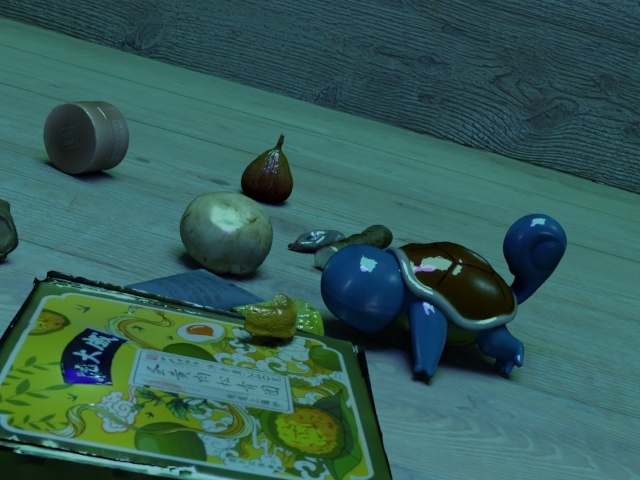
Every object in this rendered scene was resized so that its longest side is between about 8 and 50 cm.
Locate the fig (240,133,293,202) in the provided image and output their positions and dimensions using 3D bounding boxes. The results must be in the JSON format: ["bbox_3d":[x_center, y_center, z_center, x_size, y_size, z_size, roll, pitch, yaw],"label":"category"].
[{"bbox_3d":[-0.105,-0.149,2.053,0.119,0.153,0.119,27,37,-23],"label":"fig"}]

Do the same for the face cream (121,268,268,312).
[{"bbox_3d":[-0.216,0.094,1.320,0.135,0.086,0.385,25,15,19],"label":"face cream"}]

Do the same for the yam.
[{"bbox_3d":[0.071,0.013,1.822,0.061,0.061,0.253,23,20,23],"label":"yam"}]

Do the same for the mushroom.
[{"bbox_3d":[-0.166,-0.010,1.606,0.166,0.127,0.166,10,42,-9],"label":"mushroom"}]

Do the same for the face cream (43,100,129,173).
[{"bbox_3d":[-0.491,-0.218,1.909,0.149,0.149,0.104,23,19,23],"label":"face cream"}]

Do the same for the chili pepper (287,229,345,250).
[{"bbox_3d":[0.000,-0.001,1.837,0.153,0.041,0.050,-2,9,-42],"label":"chili pepper"}]

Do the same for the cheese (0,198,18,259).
[{"bbox_3d":[-0.571,-0.043,1.424,0.175,0.091,0.202,7,20,-28],"label":"cheese"}]

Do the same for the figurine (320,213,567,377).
[{"bbox_3d":[0.210,0.100,1.495,0.416,0.243,0.298,-10,33,-9],"label":"figurine"}]

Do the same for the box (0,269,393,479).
[{"bbox_3d":[-0.145,0.198,0.970,0.420,0.138,0.373,13,18,-8],"label":"box"}]

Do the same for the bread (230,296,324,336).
[{"bbox_3d":[-0.060,0.139,1.261,0.114,0.111,0.129,1,4,-26],"label":"bread"}]

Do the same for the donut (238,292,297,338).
[{"bbox_3d":[-0.061,0.089,1.093,0.083,0.038,0.067,9,19,-28],"label":"donut"}]
